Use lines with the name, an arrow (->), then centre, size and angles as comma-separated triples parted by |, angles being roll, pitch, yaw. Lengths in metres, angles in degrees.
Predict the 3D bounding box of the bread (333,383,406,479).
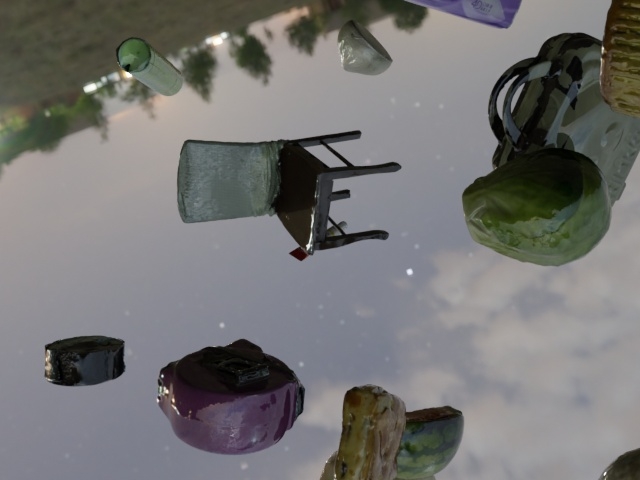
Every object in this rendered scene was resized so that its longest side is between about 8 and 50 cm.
bread -> 0.099, 0.381, 1.919 | 0.099, 0.210, 0.235 | 7, 174, 16

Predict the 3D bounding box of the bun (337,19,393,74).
bun -> 0.085, -0.409, 2.209 | 0.094, 0.138, 0.138 | -44, -175, 18

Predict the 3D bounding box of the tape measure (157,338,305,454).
tape measure -> -0.163, 0.266, 1.773 | 0.245, 0.149, 0.231 | 21, -160, 40

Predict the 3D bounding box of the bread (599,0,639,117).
bread -> 0.516, -0.304, 1.525 | 0.142, 0.227, 0.253 | 18, -123, 30

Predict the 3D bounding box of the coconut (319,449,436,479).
coconut -> 0.129, 0.683, 2.496 | 0.352, 0.353, 0.352 | -19, -168, 4

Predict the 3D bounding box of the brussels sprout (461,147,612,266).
brussels sprout -> 0.401, -0.059, 1.866 | 0.271, 0.210, 0.219 | -7, -133, 7

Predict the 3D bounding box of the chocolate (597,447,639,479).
chocolate -> 0.586, 0.384, 1.661 | 0.309, 0.134, 0.134 | -35, -176, 30

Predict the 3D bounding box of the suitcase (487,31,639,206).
suitcase -> 0.507, -0.241, 2.064 | 0.339, 0.352, 0.194 | 20, -171, -23

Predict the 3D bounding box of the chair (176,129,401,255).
chair -> -0.053, -0.081, 1.641 | 0.319, 0.160, 0.186 | -8, -147, -26

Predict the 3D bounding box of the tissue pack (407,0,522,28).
tissue pack -> 0.137, -0.452, 1.531 | 0.338, 0.160, 0.242 | 5, -154, -39

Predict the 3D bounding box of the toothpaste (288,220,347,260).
toothpaste -> 0.000, 0.000, 2.634 | 0.048, 0.031, 0.190 | 32, -132, 32

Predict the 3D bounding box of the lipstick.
lipstick -> -0.354, -0.359, 2.111 | 0.076, 0.076, 0.304 | -19, 177, 3

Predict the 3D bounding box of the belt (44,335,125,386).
belt -> -0.341, 0.175, 1.457 | 0.105, 0.058, 0.140 | 4, -173, 21

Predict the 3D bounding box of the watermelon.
watermelon -> 0.216, 0.414, 2.179 | 0.303, 0.159, 0.128 | -1, 142, -33
